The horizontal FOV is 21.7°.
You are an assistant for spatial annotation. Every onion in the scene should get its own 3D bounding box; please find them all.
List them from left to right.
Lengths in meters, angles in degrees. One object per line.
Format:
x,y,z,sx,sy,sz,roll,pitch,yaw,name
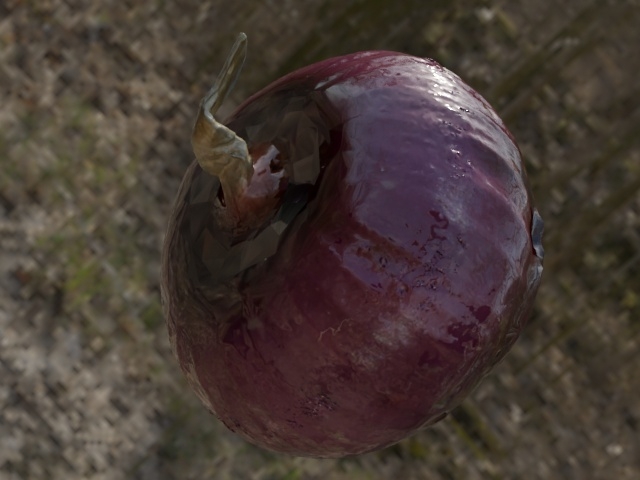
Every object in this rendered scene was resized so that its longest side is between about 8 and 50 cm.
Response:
0.007,0.005,0.705,0.153,0.177,0.177,0,44,-38,onion
